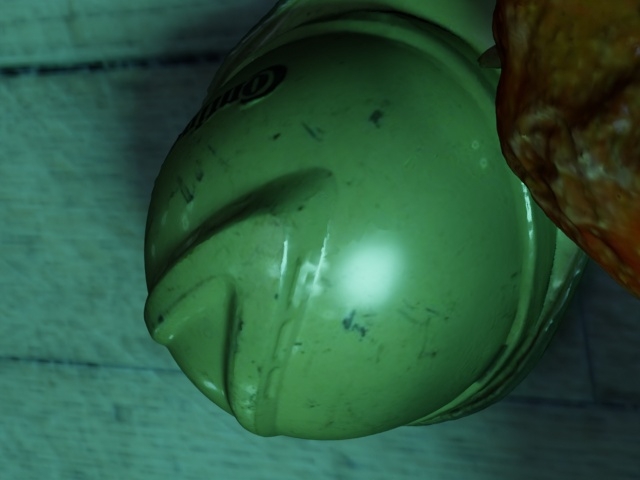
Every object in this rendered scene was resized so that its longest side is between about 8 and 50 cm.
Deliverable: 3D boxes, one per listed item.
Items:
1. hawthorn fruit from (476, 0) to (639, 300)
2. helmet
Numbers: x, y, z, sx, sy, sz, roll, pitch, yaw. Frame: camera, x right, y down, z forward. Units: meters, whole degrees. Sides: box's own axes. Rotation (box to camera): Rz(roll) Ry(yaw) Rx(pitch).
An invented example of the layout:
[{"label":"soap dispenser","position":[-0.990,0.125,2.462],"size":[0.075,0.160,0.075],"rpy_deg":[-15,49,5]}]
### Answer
[{"label":"hawthorn fruit","position":[0.144,-0.056,0.596],"size":[0.179,0.173,0.173],"rpy_deg":[41,128,14]},{"label":"helmet","position":[0.000,-0.002,0.737],"size":[0.204,0.137,0.257],"rpy_deg":[39,127,16]}]
